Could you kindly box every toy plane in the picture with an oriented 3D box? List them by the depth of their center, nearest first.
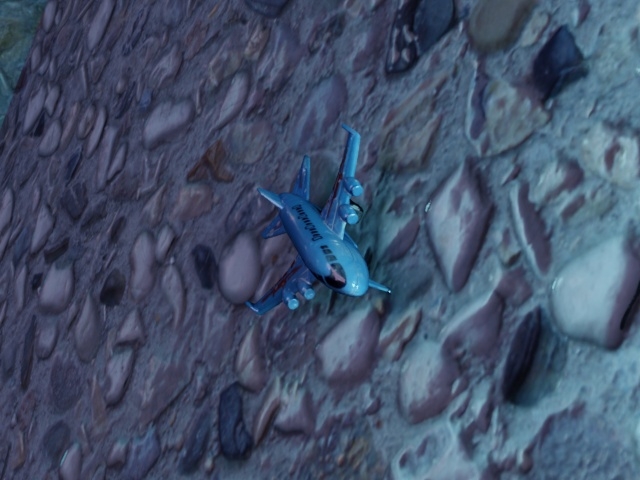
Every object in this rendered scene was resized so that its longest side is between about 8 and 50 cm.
[{"bbox_3d":[0.000,0.000,1.136,0.254,0.105,0.271,-60,36,13],"label":"toy plane"}]
